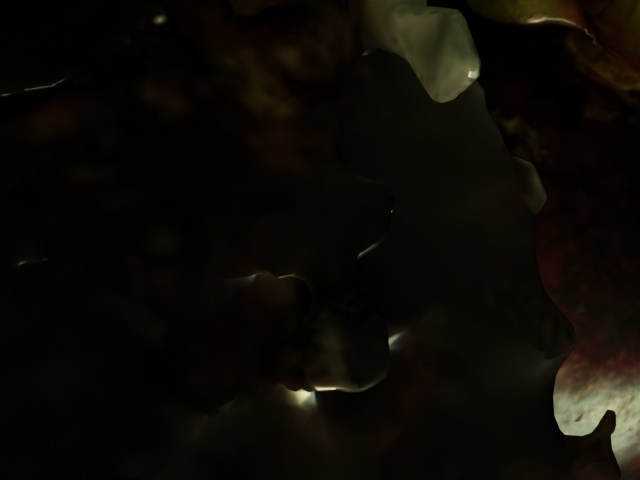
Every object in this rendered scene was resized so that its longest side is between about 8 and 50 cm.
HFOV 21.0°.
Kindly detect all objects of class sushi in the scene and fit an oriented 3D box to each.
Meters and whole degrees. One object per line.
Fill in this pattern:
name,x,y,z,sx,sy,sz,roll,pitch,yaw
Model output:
sushi,-0.092,0.053,0.559,0.294,0.299,0.281,-18,-164,-19

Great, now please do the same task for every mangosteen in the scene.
mangosteen,0.113,-0.008,0.869,0.293,0.297,0.297,-19,179,36
